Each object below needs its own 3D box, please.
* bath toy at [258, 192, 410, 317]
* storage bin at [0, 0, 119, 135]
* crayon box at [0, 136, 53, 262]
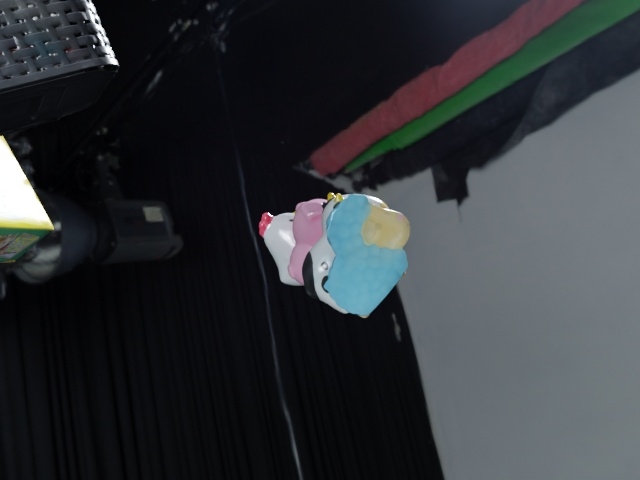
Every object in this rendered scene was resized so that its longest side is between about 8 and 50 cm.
[{"bbox_3d":[0.000,0.000,0.815,0.151,0.129,0.348,-49,15,-11],"label":"bath toy"},{"bbox_3d":[-0.222,-0.100,0.327,0.180,0.085,0.122,-27,11,-28],"label":"storage bin"},{"bbox_3d":[-0.578,-0.121,0.777,0.106,0.313,0.363,-33,-8,11],"label":"crayon box"}]
